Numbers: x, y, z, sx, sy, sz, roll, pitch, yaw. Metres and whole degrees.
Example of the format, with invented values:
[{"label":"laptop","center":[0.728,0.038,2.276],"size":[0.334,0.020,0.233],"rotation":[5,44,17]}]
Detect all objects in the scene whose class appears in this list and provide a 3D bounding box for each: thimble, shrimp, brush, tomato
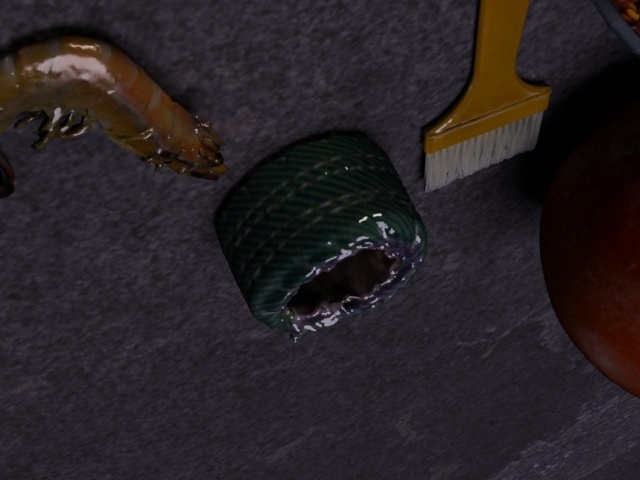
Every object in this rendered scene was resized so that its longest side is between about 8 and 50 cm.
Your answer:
[{"label":"thimble","center":[0.001,-0.002,0.802],"size":[0.135,0.090,0.118],"rotation":[-31,150,11]},{"label":"shrimp","center":[-0.132,-0.051,0.662],"size":[0.124,0.034,0.178],"rotation":[-32,150,14]},{"label":"brush","center":[0.119,-0.126,0.779],"size":[0.103,0.013,0.272],"rotation":[-23,151,-11]},{"label":"tomato","center":[0.299,-0.001,0.891],"size":[0.265,0.265,0.265],"rotation":[-21,151,-12]}]

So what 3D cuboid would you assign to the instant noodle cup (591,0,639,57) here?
[{"label":"instant noodle cup","center":[0.221,-0.174,0.650],"size":[0.125,0.178,0.208],"rotation":[-32,-173,39]}]
